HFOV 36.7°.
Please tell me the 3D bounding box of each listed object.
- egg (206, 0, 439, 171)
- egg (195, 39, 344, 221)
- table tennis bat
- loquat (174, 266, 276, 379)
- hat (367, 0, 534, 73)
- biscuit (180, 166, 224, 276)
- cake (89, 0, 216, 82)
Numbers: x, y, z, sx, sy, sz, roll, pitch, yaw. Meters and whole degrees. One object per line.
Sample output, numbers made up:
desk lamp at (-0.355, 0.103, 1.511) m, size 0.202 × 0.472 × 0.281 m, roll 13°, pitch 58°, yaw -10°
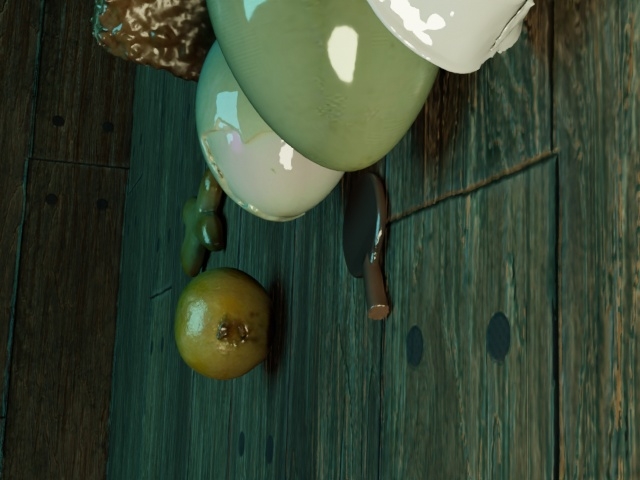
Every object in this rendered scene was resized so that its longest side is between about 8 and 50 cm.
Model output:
egg at (0.010, -0.208, 0.843) m, size 0.218 × 0.218 × 0.296 m, roll 164°, pitch 98°, yaw -71°
egg at (-0.043, -0.127, 1.037) m, size 0.183 × 0.183 × 0.217 m, roll 155°, pitch 113°, yaw -69°
table tennis bat at (0.000, 0.000, 0.967) m, size 0.108 × 0.119 × 0.170 m, roll 114°, pitch 156°, yaw -45°
loquat at (-0.129, 0.111, 1.298) m, size 0.163 × 0.137 × 0.163 m, roll 168°, pitch 90°, yaw -76°
hat at (0.111, -0.230, 0.649) m, size 0.126 × 0.203 × 0.203 m, roll -29°, pitch 57°, yaw 51°
biscuit at (-0.213, -0.034, 1.742) m, size 0.208 × 0.047 × 0.164 m, roll 138°, pitch 134°, yaw -64°
cake at (-0.168, -0.373, 1.356) m, size 0.290 × 0.281 × 0.256 m, roll -110°, pitch 37°, yaw -61°
